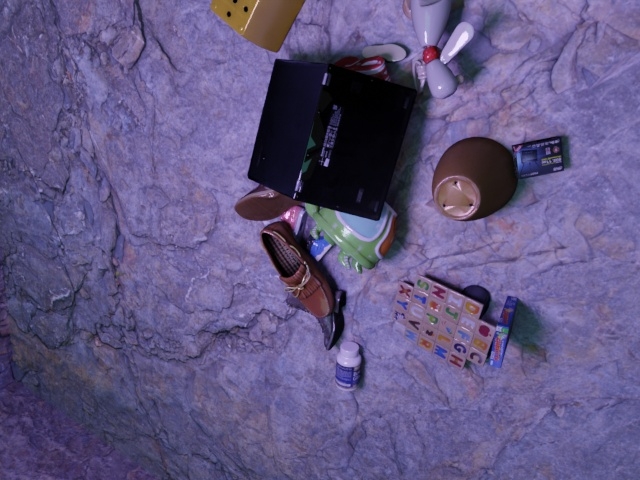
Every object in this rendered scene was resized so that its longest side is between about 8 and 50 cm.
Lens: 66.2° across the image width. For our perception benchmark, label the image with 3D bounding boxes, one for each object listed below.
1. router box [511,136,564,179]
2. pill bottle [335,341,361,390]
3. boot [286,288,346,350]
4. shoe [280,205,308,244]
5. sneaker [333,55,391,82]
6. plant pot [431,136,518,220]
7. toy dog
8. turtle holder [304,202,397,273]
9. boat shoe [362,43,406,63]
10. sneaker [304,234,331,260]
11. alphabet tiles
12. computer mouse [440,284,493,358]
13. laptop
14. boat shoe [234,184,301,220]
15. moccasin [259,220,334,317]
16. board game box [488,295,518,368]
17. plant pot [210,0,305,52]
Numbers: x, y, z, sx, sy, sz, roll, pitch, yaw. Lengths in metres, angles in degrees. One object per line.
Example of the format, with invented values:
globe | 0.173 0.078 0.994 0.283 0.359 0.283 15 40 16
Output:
router box | 0.585 -0.222 1.322 0.122 0.038 0.092 -11 105 9
pill bottle | 0.105 0.469 1.838 0.094 0.094 0.170 13 114 24
boot | -0.026 0.263 1.843 0.228 0.091 0.263 14 104 24
shoe | -0.106 -0.049 1.781 0.081 0.063 0.178 27 114 20
sneaker | 0.122 -0.478 1.477 0.221 0.087 0.128 26 157 49
plant pot | 0.403 -0.145 1.348 0.237 0.254 0.237 11 114 25
toy dog | 0.329 -0.557 1.293 0.160 0.220 0.334 -14 112 0
turtle holder | 0.101 -0.065 1.578 0.227 0.243 0.320 -47 51 7
boat shoe | 0.191 -0.546 1.441 0.132 0.042 0.049 11 93 25
sneaker | 0.000 0.000 1.740 0.084 0.058 0.152 40 129 0
alphabet tiles | 0.393 0.270 1.608 0.342 0.011 0.285 26 128 29
computer mouse | 0.496 0.283 1.573 0.184 0.060 0.262 29 120 17
laptop | 0.015 -0.307 1.461 0.407 0.236 0.382 14 102 -8
boat shoe | -0.153 -0.173 1.731 0.341 0.123 0.123 -22 129 30
moccasin | -0.082 0.110 1.702 0.139 0.147 0.380 -24 99 23
board game box | 0.545 0.267 1.456 0.035 0.201 0.136 13 114 25
plant pot | -0.208 -0.727 1.502 0.212 0.187 0.212 43 123 9
